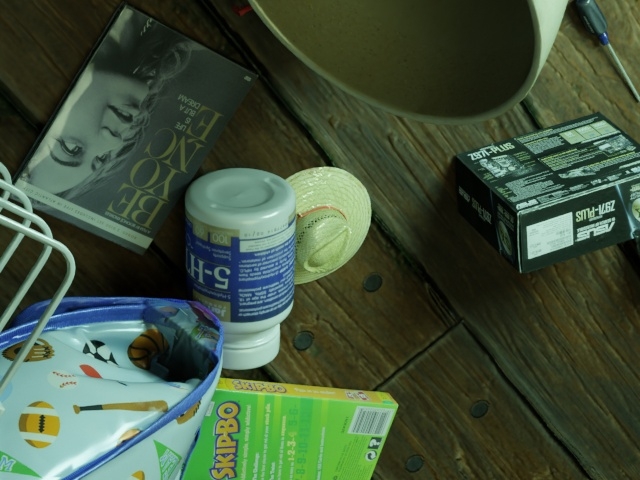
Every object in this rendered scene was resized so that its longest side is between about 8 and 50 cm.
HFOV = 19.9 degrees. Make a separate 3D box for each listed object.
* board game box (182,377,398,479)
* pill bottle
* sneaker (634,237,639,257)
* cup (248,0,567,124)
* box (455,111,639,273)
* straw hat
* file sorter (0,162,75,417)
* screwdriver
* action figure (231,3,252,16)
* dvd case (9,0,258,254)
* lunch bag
[{"bbox_3d":[-0.047,0.218,2.026,0.259,0.039,0.124,7,114,-31],"label":"board game box"},{"bbox_3d":[-0.082,0.032,1.853,0.112,0.112,0.187,-10,121,-20],"label":"pill bottle"},{"bbox_3d":[0.450,-0.065,2.041,0.109,0.130,0.286,10,114,-32],"label":"sneaker"},{"bbox_3d":[0.105,-0.304,1.655,0.237,0.331,0.331,-54,133,-30],"label":"cup"},{"bbox_3d":[0.256,-0.053,1.944,0.180,0.147,0.078,-17,124,-17],"label":"box"},{"bbox_3d":[0.000,0.000,1.906,0.144,0.061,0.144,-11,121,-19],"label":"straw hat"},{"bbox_3d":[-0.361,-0.001,1.605,0.193,0.277,0.173,27,100,-34],"label":"file sorter"},{"bbox_3d":[0.310,-0.203,1.966,0.025,0.024,0.170,-15,136,19],"label":"screwdriver"},{"bbox_3d":[-0.034,-0.253,1.765,0.115,0.030,0.038,-23,131,-18],"label":"action figure"},{"bbox_3d":[-0.183,-0.105,1.785,0.164,0.018,0.221,26,105,-34],"label":"dvd case"},{"bbox_3d":[-0.268,0.247,1.777,0.385,0.239,0.328,-27,145,-43],"label":"lunch bag"}]
